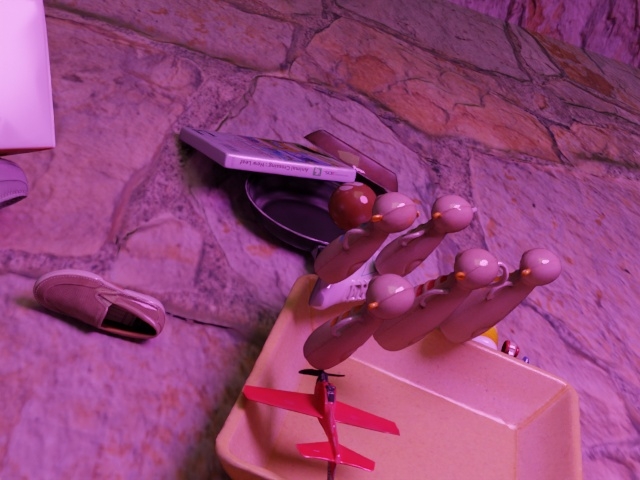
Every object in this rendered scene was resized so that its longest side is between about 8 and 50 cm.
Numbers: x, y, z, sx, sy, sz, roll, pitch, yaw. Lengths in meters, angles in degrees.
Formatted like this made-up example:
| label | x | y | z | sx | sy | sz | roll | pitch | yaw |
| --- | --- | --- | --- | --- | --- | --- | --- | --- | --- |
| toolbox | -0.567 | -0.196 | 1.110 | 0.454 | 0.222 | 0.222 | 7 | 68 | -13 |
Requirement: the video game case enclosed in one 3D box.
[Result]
| label | x | y | z | sx | sy | sz | roll | pitch | yaw |
| --- | --- | --- | --- | --- | --- | --- | --- | --- | --- |
| video game case | -0.080 | -0.122 | 1.341 | 0.193 | 0.023 | 0.212 | 5 | 13 | -26 |

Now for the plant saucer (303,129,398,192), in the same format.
| label | x | y | z | sx | sy | sz | roll | pitch | yaw |
| --- | --- | --- | --- | --- | --- | --- | --- | --- | --- |
| plant saucer | 0.053 | -0.124 | 1.432 | 0.168 | 0.029 | 0.168 | 32 | 6 | -4 |

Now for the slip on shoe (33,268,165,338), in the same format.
| label | x | y | z | sx | sy | sz | roll | pitch | yaw |
| --- | --- | --- | --- | --- | --- | --- | --- | --- | --- |
| slip on shoe | -0.224 | 0.069 | 0.954 | 0.135 | 0.051 | 0.041 | 21 | 25 | -18 |

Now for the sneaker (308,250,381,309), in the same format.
| label | x | y | z | sx | sy | sz | roll | pitch | yaw |
| --- | --- | --- | --- | --- | --- | --- | --- | --- | --- |
| sneaker | 0.038 | 0.040 | 1.011 | 0.061 | 0.054 | 0.152 | 32 | 29 | 14 |

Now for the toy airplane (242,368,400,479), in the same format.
| label | x | y | z | sx | sy | sz | roll | pitch | yaw |
| --- | --- | --- | --- | --- | --- | --- | --- | --- | --- |
| toy airplane | 0.005 | 0.157 | 0.811 | 0.151 | 0.028 | 0.151 | 18 | 28 | -10 |

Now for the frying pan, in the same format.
| label | x | y | z | sx | sy | sz | roll | pitch | yaw |
| --- | --- | --- | --- | --- | --- | --- | --- | --- | --- |
| frying pan | 0.022 | -0.002 | 1.239 | 0.197 | 0.053 | 0.326 | -2 | 36 | -38 |

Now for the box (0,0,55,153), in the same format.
| label | x | y | z | sx | sy | sz | roll | pitch | yaw |
| --- | --- | --- | --- | --- | --- | --- | --- | --- | --- |
| box | -0.482 | -0.164 | 0.963 | 0.345 | 0.168 | 0.215 | -8 | 6 | -42 |

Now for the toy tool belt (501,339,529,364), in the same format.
| label | x | y | z | sx | sy | sz | roll | pitch | yaw |
| --- | --- | --- | --- | --- | --- | --- | --- | --- | --- |
| toy tool belt | 0.222 | 0.152 | 1.081 | 0.051 | 0.083 | 0.052 | 18 | 37 | -3 |

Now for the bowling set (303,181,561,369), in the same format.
| label | x | y | z | sx | sy | sz | roll | pitch | yaw |
| --- | --- | --- | --- | --- | --- | --- | --- | --- | --- |
| bowling set | 0.083 | 0.001 | 0.924 | 0.287 | 0.154 | 0.200 | -7 | 62 | -49 |

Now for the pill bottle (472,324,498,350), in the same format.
| label | x | y | z | sx | sy | sz | roll | pitch | yaw |
| --- | --- | --- | --- | --- | --- | --- | --- | --- | --- |
| pill bottle | 0.194 | 0.126 | 1.146 | 0.043 | 0.043 | 0.083 | 22 | 28 | 0 |

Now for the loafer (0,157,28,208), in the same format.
| label | x | y | z | sx | sy | sz | roll | pitch | yaw |
| --- | --- | --- | --- | --- | --- | --- | --- | --- | --- |
| loafer | -0.392 | -0.007 | 0.931 | 0.111 | 0.112 | 0.319 | 62 | 24 | -6 |

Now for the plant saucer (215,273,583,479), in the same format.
| label | x | y | z | sx | sy | sz | roll | pitch | yaw |
| --- | --- | --- | --- | --- | --- | --- | --- | --- | --- |
| plant saucer | 0.085 | 0.195 | 0.915 | 0.332 | 0.081 | 0.333 | 23 | 29 | 2 |
